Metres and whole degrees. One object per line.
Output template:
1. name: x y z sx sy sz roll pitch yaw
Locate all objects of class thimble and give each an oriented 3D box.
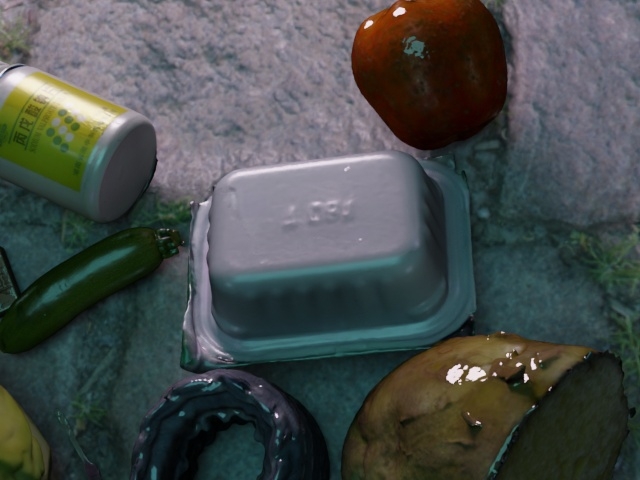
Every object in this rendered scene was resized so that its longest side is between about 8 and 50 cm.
1. thimble: -0.108 0.261 1.652 0.205 0.172 0.236 34 87 20

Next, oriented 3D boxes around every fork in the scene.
1. fork: -0.287 0.247 1.774 0.016 0.012 0.115 -33 68 -2

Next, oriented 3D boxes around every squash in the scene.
1. squash: -0.284 0.051 1.790 0.258 0.069 0.069 -33 73 2

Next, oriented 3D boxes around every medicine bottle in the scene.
1. medicine bottle: -0.338 -0.130 1.805 0.258 0.143 0.143 24 82 17

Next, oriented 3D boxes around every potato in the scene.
1. potato: 0.151 0.211 1.579 0.237 0.301 0.289 27 73 36

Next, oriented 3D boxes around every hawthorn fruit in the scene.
1. hawthorn fruit: 0.128 -0.195 1.716 0.189 0.189 0.189 -3 76 11

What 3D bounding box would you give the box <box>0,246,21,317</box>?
1. box: -0.401 0.054 1.835 0.053 0.024 0.083 -27 72 4

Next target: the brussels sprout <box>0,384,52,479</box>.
1. brussels sprout: -0.464 0.264 1.686 0.344 0.268 0.344 1 102 4

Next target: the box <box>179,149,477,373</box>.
1. box: 0.000 0.000 1.688 0.336 0.106 0.264 -7 57 10
